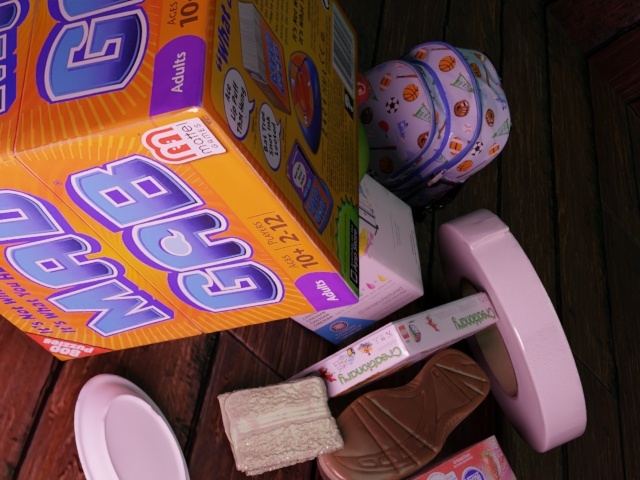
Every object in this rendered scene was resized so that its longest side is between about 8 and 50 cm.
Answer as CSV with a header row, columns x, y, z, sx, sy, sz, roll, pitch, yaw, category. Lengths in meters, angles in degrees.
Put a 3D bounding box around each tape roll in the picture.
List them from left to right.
x,y,z,sx,sy,sz,roll,pitch,yaw,category
0.292,0.138,2.026,0.392,0.072,0.392,157,-90,-85,tape roll

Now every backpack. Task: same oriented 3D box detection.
x,y,z,sx,sy,sz,roll,pitch,yaw,category
0.178,-0.207,2.189,0.213,0.263,0.276,0,64,-57,backpack

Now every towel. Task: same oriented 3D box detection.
x,y,z,sx,sy,sz,roll,pitch,yaw,category
-0.048,0.226,1.607,0.148,0.027,0.110,-8,66,-27,towel

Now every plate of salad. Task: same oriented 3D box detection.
x,y,z,sx,sy,sz,roll,pitch,yaw,category
-0.205,0.238,1.393,0.200,0.048,0.200,52,22,-31,plate of salad

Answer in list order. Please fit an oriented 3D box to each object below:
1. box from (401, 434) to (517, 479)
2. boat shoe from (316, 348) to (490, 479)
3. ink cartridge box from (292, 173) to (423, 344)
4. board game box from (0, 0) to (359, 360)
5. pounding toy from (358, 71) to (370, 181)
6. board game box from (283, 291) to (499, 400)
x,y,z,sx,sy,sz,roll,pitch,yaw,category
0.151,0.378,1.717,0.300,0.142,0.154,-11,73,-60,box
0.102,0.262,1.769,0.123,0.123,0.342,45,39,12,boat shoe
0.000,0.000,1.809,0.233,0.171,0.168,34,37,-37,ink cartridge box
-0.188,-0.137,1.316,0.356,0.356,0.356,52,32,-52,board game box
-0.018,-0.172,1.685,0.237,0.110,0.183,21,43,-22,pounding toy
0.104,0.152,1.805,0.305,0.193,0.053,-12,72,-59,board game box
